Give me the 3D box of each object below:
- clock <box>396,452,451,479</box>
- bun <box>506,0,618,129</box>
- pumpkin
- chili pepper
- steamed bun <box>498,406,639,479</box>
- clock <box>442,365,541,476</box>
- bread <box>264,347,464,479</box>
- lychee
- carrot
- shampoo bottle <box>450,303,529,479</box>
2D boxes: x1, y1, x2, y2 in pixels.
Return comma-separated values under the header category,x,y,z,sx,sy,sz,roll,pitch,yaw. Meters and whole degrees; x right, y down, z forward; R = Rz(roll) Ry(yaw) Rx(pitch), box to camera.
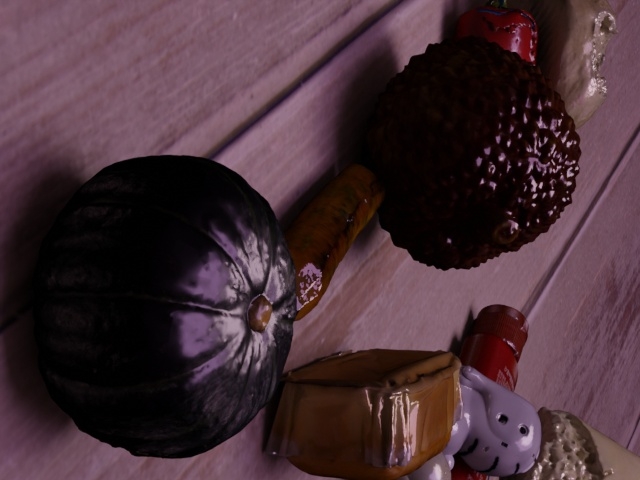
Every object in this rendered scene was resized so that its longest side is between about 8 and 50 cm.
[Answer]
category,x,y,z,sx,sy,sz,roll,pitch,yaw
clock,0.079,0.289,1.805,0.231,0.103,0.144,-59,144,-53
bun,0.298,-0.231,2.133,0.237,0.116,0.210,-117,-142,-50
pumpkin,-0.108,0.048,1.214,0.220,0.162,0.220,-6,96,-63
chili pepper,0.202,-0.165,2.059,0.110,0.110,0.387,1,96,-69
steamed bun,0.299,0.399,2.143,0.290,0.274,0.272,99,18,-56
clock,0.170,0.222,1.966,0.080,0.176,0.117,-46,-163,57
bread,0.052,0.168,1.672,0.241,0.136,0.107,-11,103,-69
lychee,0.151,-0.094,1.783,0.271,0.236,0.236,-101,177,-51
carrot,0.000,0.000,1.613,0.260,0.070,0.070,-53,141,-58
shampoo bottle,0.190,0.212,2.111,0.314,0.076,0.118,-67,147,-41
